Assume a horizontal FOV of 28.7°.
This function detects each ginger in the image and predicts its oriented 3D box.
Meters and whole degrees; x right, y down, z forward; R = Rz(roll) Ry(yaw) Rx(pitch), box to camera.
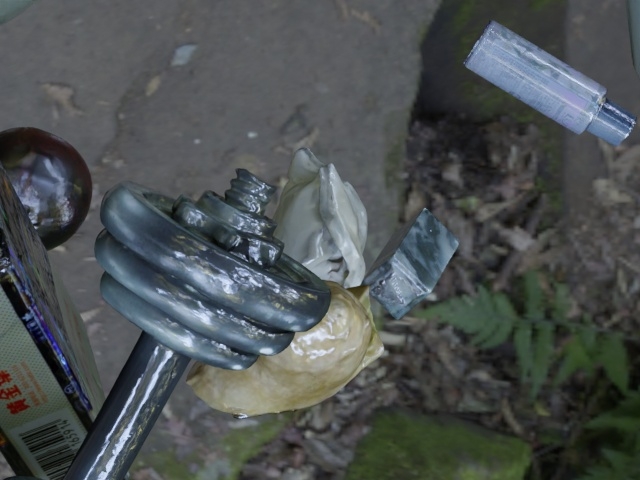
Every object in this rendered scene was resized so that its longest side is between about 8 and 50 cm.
[{"bbox_3d":[-0.045,0.095,1.144,0.122,0.193,0.115,52,17,-63],"label":"ginger"}]

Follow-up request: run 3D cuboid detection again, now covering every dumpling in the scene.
[{"bbox_3d":[0.000,0.000,1.359,0.118,0.136,0.199,-12,104,-19],"label":"dumpling"}]

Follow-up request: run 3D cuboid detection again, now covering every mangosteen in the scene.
[{"bbox_3d":[-0.331,-0.060,1.394,0.152,0.152,0.152,0,90,-34],"label":"mangosteen"}]

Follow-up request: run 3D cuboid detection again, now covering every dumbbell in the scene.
[{"bbox_3d":[-0.141,0.131,0.891,0.179,0.179,0.406,27,95,-31],"label":"dumbbell"}]

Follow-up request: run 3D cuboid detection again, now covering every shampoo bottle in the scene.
[{"bbox_3d":[0.279,-0.185,1.508,0.214,0.072,0.072,31,71,0],"label":"shampoo bottle"}]

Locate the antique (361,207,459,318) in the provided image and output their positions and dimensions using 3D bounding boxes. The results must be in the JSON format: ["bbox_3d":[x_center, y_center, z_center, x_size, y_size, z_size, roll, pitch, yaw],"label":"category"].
[{"bbox_3d":[0.143,0.039,1.999,0.086,0.088,0.183,44,37,-5],"label":"antique"}]

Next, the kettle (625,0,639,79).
[{"bbox_3d":[0.303,-0.244,0.932,0.236,0.161,0.221,59,32,-54],"label":"kettle"}]

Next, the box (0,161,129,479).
[{"bbox_3d":[-0.254,0.061,1.019,0.084,0.198,0.310,-21,140,-6],"label":"box"}]

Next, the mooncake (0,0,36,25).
[{"bbox_3d":[-0.277,-0.283,0.903,0.275,0.135,0.275,45,36,-46],"label":"mooncake"}]
